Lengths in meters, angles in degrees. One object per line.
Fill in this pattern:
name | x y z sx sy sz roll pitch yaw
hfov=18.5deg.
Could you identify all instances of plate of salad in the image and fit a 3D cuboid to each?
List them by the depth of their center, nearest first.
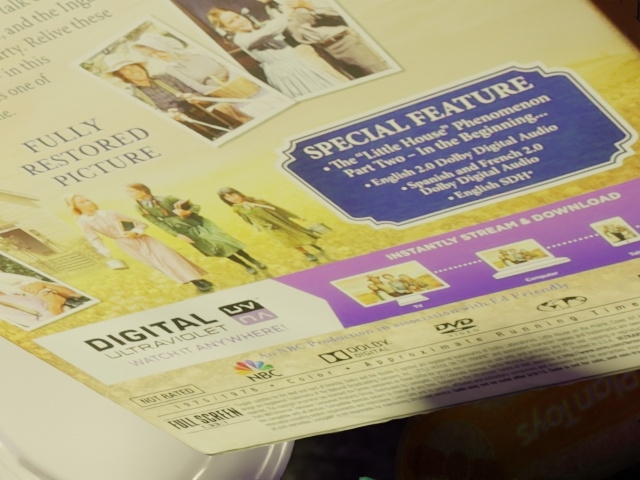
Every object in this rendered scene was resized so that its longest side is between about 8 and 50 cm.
plate of salad | -0.096 0.049 0.892 0.200 0.048 0.200 10 116 22

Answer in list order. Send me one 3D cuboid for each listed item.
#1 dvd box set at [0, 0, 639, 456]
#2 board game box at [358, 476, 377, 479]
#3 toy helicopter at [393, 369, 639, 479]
dvd box set | -0.054 -0.060 0.604 0.307 0.062 0.420 -17 143 35
board game box | 0.077 0.287 0.759 0.253 0.079 0.336 18 104 -11
toy helicopter | 0.167 0.056 0.785 0.355 0.140 0.235 -36 64 37
